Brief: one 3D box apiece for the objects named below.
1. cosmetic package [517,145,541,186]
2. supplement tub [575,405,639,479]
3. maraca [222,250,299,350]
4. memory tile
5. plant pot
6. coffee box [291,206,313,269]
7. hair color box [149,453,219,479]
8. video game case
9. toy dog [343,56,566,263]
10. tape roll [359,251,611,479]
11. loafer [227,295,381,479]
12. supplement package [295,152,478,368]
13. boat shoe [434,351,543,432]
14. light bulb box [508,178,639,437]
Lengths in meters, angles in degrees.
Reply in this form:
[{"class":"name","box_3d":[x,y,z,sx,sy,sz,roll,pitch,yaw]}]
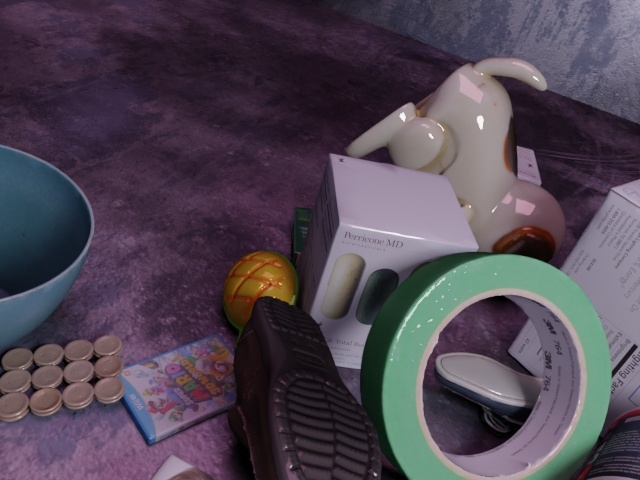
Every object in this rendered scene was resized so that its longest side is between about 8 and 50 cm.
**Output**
[{"class":"cosmetic package","box_3d":[0.419,-0.138,1.396,0.152,0.151,0.183,17,34,1]},{"class":"supplement tub","box_3d":[0.401,0.334,0.689,0.191,0.191,0.272,38,39,27]},{"class":"maraca","box_3d":[-0.090,0.095,0.894,0.127,0.099,0.185,-22,53,11]},{"class":"memory tile","box_3d":[-0.328,0.173,0.741,0.148,0.012,0.113,-5,38,-20]},{"class":"plant pot","box_3d":[-0.447,0.036,0.720,0.291,0.195,0.290,16,37,-13]},{"class":"coffee box","box_3d":[0.000,0.000,1.103,0.113,0.040,0.184,9,29,-9]},{"class":"hair color box","box_3d":[-0.156,0.369,0.474,0.174,0.105,0.347,24,34,9]},{"class":"video game case","box_3d":[-0.182,0.194,0.787,0.166,0.015,0.119,-16,46,-39]},{"class":"toy dog","box_3d":[0.318,-0.118,1.158,0.407,0.396,0.284,56,25,-2]},{"class":"tape roll","box_3d":[0.212,0.175,0.734,0.322,0.320,0.077,5,0,-18]},{"class":"loafer","box_3d":[-0.035,0.208,0.682,0.134,0.130,0.366,26,16,-19]},{"class":"supplement package","box_3d":[0.081,0.040,0.899,0.200,0.262,0.198,10,35,-10]},{"class":"boat shoe","box_3d":[0.285,0.237,0.875,0.255,0.079,0.095,14,32,-8]},{"class":"light bulb box","box_3d":[0.550,0.143,0.877,0.225,0.357,0.361,-16,47,-36]}]
